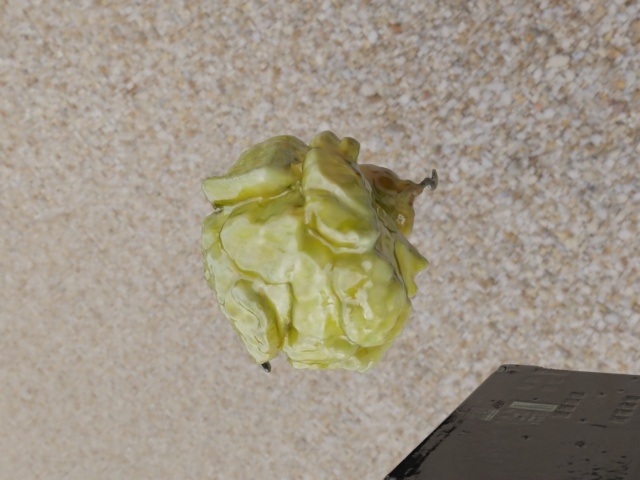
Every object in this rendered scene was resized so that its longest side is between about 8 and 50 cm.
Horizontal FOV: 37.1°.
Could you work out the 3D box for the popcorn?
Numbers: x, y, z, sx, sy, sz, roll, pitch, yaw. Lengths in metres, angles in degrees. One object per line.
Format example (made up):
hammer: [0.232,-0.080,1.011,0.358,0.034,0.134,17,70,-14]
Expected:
popcorn: [0.007,0.007,0.686,0.168,0.195,0.173,46,102,14]

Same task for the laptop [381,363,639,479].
laptop: [0.122,0.105,0.502,0.129,0.180,0.016,0,105,32]
